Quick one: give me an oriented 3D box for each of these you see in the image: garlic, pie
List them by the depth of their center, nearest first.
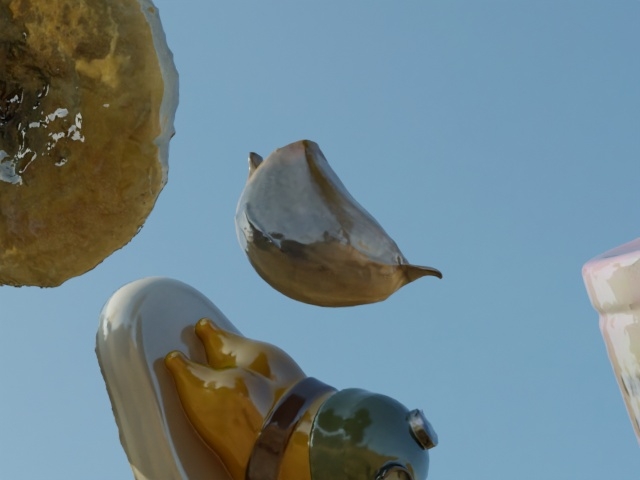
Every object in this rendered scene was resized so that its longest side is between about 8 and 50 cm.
[{"bbox_3d":[-0.161,-0.068,1.055,0.185,0.052,0.218,41,-67,13],"label":"pie"},{"bbox_3d":[-0.006,0.000,1.153,0.066,0.152,0.084,19,-65,-50],"label":"garlic"}]

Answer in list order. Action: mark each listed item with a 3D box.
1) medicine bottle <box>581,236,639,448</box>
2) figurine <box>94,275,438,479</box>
[{"bbox_3d":[0.204,0.104,0.674,0.152,0.152,0.254,-20,-91,34],"label":"medicine bottle"},{"bbox_3d":[-0.024,0.115,1.223,0.141,0.166,0.250,-27,-75,41],"label":"figurine"}]
